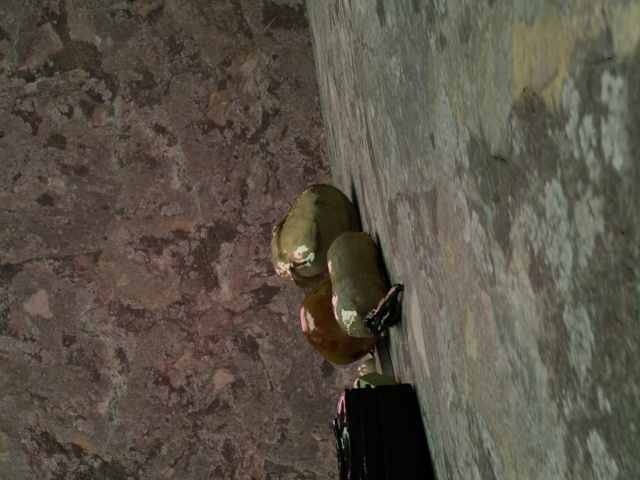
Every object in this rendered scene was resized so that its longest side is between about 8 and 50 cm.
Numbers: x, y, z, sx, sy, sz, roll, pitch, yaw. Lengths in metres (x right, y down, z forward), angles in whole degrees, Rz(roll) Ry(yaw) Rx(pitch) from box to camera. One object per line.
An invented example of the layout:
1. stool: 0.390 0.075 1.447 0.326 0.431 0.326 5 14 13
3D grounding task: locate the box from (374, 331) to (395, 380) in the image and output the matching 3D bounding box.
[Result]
1. box: 0.167 0.357 1.873 0.247 0.033 0.129 -100 2 -46

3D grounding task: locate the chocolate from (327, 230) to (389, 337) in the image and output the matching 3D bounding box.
1. chocolate: 0.084 0.099 1.650 0.309 0.134 0.134 -100 1 -51

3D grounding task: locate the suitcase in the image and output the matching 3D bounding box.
1. suitcase: 0.128 0.469 1.463 0.345 0.188 0.339 80 -174 -54

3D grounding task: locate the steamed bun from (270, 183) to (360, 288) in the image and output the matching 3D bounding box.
1. steamed bun: -0.001 -0.003 2.299 0.372 0.230 0.325 -32 38 56

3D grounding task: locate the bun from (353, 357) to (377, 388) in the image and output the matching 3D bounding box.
1. bun: 0.140 0.416 2.036 0.183 0.102 0.183 169 90 -88

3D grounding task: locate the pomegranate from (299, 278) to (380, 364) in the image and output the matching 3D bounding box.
1. pomegranate: 0.063 0.195 1.847 0.215 0.215 0.215 171 90 -89

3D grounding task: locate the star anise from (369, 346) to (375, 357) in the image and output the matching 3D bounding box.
1. star anise: 0.110 0.226 2.190 0.272 0.102 0.272 168 90 -88

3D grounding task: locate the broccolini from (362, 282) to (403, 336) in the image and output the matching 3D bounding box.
1. broccolini: 0.133 0.135 1.422 0.058 0.074 0.201 45 160 7

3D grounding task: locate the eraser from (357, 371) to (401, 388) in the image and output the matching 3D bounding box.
1. eraser: 0.145 0.401 1.715 0.117 0.058 0.172 11 113 56

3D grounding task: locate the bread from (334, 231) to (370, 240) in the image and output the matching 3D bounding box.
1. bread: 0.084 0.036 1.877 0.187 0.103 0.065 -106 8 -71
